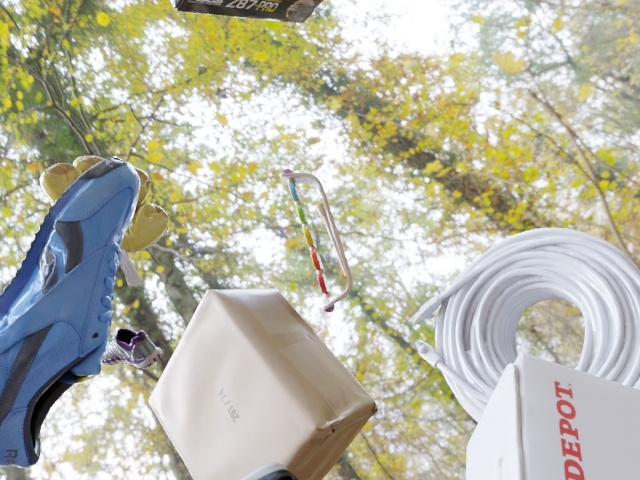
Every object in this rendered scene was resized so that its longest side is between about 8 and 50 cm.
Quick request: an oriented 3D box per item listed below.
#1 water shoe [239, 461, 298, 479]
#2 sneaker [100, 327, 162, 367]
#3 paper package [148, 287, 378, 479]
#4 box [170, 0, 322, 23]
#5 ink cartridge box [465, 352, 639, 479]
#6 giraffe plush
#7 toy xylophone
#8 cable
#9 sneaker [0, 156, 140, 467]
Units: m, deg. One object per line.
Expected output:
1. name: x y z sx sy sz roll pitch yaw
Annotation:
1. water shoe: -0.108 0.375 0.770 0.203 0.080 0.073 -30 -53 -34
2. sneaker: -0.481 0.244 1.405 0.083 0.224 0.098 -52 -51 -47
3. paper package: -0.115 0.289 1.022 0.168 0.325 0.309 3 -55 -51
4. box: -0.199 -0.609 1.105 0.318 0.395 0.097 -13 -15 -46
5. ink cartridge box: 0.233 0.212 0.349 0.201 0.278 0.117 -68 -7 -53
6. giraffe plush: -0.335 0.006 0.839 0.181 0.210 0.170 10 -35 -45
7. toy xylophone: 0.000 0.000 1.271 0.081 0.322 0.236 -18 -12 1
8. cable: 0.264 0.114 0.685 0.257 0.257 0.089 -47 -42 14
9. sneaker: -0.160 0.041 0.381 0.069 0.082 0.209 108 -175 -63
